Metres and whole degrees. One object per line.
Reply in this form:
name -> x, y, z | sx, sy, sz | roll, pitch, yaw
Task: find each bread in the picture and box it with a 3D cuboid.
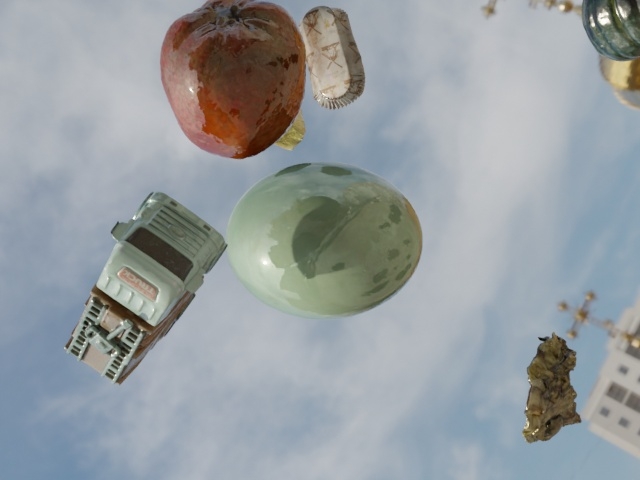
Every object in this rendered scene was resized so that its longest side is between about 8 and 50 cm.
bread -> -0.098, -0.273, 1.680 | 0.125, 0.188, 0.068 | 29, -54, -36

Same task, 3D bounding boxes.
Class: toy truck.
toy truck -> -0.258, 0.077, 1.211 | 0.305, 0.136, 0.162 | -51, 5, 48

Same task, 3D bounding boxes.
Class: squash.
squash -> 0.526, -0.379, 1.366 | 0.218, 0.218, 0.172 | -39, -59, -30

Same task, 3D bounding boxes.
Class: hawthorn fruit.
hawthorn fruit -> -0.118, -0.217, 1.239 | 0.210, 0.210, 0.262 | -42, -30, -26

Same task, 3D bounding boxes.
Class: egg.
egg -> 0.000, 0.000, 1.489 | 0.276, 0.389, 0.276 | 4, -95, -50

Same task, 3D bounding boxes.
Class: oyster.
oyster -> 0.410, 0.274, 1.522 | 0.223, 0.083, 0.214 | -40, -52, -51

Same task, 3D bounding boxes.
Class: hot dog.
hot dog -> 0.021, -0.333, 1.548 | 0.059, 0.108, 0.191 | 5, -112, -68
